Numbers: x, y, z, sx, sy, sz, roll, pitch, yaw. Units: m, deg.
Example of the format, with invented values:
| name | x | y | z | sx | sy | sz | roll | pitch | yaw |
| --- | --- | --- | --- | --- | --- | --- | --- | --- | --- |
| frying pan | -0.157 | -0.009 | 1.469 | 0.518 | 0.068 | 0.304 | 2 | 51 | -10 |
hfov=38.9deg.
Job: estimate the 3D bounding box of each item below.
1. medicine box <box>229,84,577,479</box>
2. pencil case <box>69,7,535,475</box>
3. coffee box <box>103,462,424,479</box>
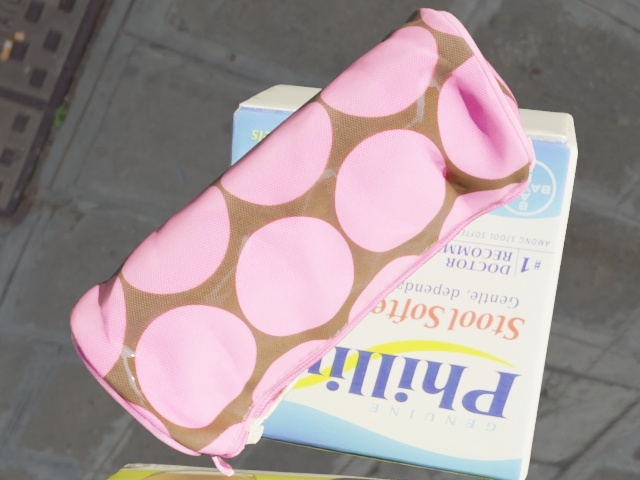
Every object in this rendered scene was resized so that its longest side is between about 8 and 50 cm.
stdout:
| name | x | y | z | sx | sy | sz | roll | pitch | yaw |
| --- | --- | --- | --- | --- | --- | --- | --- | --- | --- |
| medicine box | 0.064 | 0.028 | 0.777 | 0.264 | 0.149 | 0.289 | 7 | 108 | 11 |
| pencil case | 0.000 | 0.000 | 0.391 | 0.209 | 0.095 | 0.098 | -42 | 85 | 0 |
| coffee box | -0.013 | 0.352 | 0.633 | 0.338 | 0.338 | 0.334 | 2 | 173 | 0 |
